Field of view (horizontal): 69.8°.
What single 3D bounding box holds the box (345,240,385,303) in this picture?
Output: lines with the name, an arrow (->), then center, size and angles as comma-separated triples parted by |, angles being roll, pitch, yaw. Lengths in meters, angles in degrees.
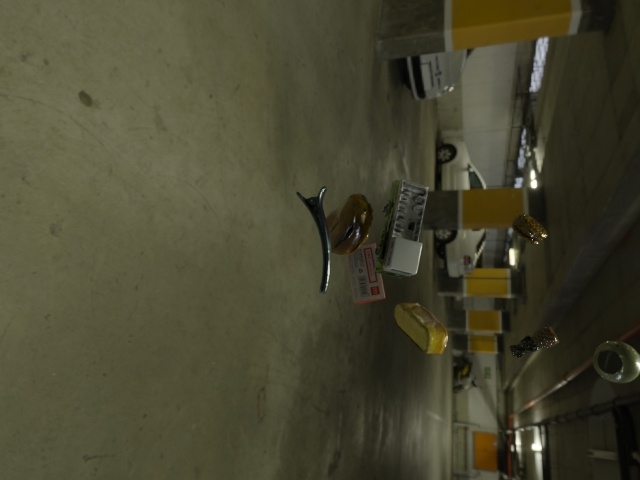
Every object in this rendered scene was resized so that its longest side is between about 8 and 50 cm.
box -> 0.167, 0.120, 1.755 | 0.050, 0.122, 0.230 | 78, 2, -79

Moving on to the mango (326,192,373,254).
mango -> 0.088, -0.053, 1.481 | 0.151, 0.156, 0.249 | -40, 163, -36

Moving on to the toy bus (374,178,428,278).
toy bus -> 0.252, -0.038, 1.414 | 0.139, 0.113, 0.302 | 162, -59, -75

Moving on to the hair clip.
hair clip -> 0.000, 0.000, 1.189 | 0.048, 0.083, 0.275 | 32, 48, -83

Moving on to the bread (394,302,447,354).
bread -> 0.329, 0.287, 1.510 | 0.245, 0.094, 0.102 | -135, -129, -65

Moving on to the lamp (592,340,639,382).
lamp -> 0.684, 0.272, 1.036 | 0.163, 0.091, 0.091 | 9, 79, -38

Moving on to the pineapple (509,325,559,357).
pineapple -> 0.725, 0.352, 1.568 | 0.074, 0.159, 0.074 | 38, 32, -29

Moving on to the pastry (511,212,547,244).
pastry -> 0.616, -0.033, 1.356 | 0.057, 0.097, 0.109 | -52, 172, 30
